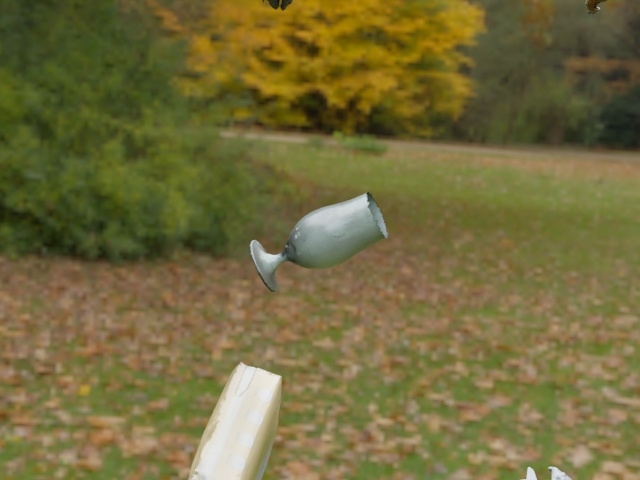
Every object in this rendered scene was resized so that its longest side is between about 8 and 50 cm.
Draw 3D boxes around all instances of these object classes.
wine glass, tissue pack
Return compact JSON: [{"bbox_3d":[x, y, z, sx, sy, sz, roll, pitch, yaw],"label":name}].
[{"bbox_3d":[0.000,0.000,2.081,0.202,0.093,0.093,-26,0,12],"label":"wine glass"},{"bbox_3d":[-0.124,0.308,1.898,0.090,0.186,0.222,16,46,5],"label":"tissue pack"}]

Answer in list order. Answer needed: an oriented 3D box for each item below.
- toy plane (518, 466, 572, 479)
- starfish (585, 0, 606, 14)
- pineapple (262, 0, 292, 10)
[{"bbox_3d":[0.381,0.450,2.261,0.174,0.174,0.080,-1,-22,-43],"label":"toy plane"},{"bbox_3d":[0.505,-0.372,2.037,0.295,0.048,0.231,9,-6,-1],"label":"starfish"},{"bbox_3d":[0.041,-0.279,1.140,0.251,0.125,0.125,-32,14,-10],"label":"pineapple"}]
